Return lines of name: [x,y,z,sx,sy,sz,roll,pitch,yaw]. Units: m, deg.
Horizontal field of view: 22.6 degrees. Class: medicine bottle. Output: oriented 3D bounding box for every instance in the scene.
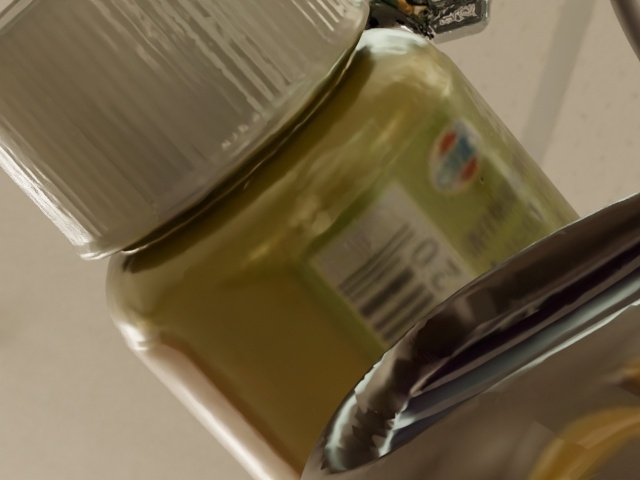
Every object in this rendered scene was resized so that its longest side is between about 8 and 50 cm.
medicine bottle: [0.000,0.000,0.832,0.384,0.224,0.224,48,-40,-16]

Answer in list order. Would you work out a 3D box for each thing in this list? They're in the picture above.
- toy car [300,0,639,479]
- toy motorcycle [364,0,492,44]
toy car: [0.123,0.000,0.377,0.341,0.271,0.240,-38,-87,13]
toy motorcycle: [0.022,-0.189,1.377,0.275,0.125,0.187,-15,-94,4]
